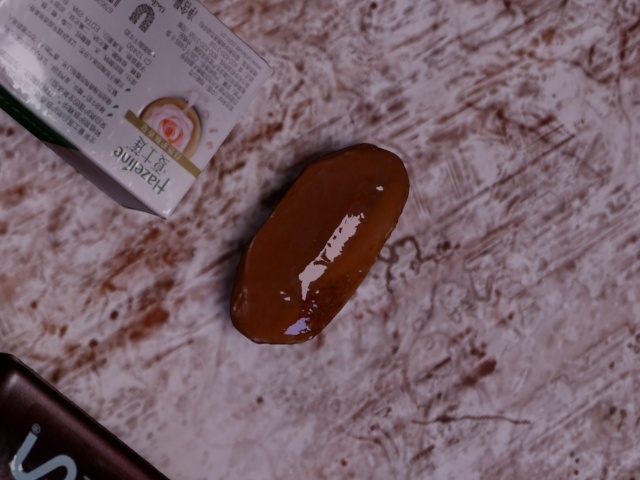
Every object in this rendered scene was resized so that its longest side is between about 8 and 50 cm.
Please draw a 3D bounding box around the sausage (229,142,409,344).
[{"bbox_3d":[0.000,0.000,1.421,0.089,0.089,0.179,39,80,-31],"label":"sausage"}]

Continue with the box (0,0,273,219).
[{"bbox_3d":[-0.149,-0.125,1.310,0.199,0.081,0.135,41,77,-29],"label":"box"}]

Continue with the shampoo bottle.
[{"bbox_3d":[-0.192,0.174,1.333,0.323,0.084,0.129,45,72,-29],"label":"shampoo bottle"}]
